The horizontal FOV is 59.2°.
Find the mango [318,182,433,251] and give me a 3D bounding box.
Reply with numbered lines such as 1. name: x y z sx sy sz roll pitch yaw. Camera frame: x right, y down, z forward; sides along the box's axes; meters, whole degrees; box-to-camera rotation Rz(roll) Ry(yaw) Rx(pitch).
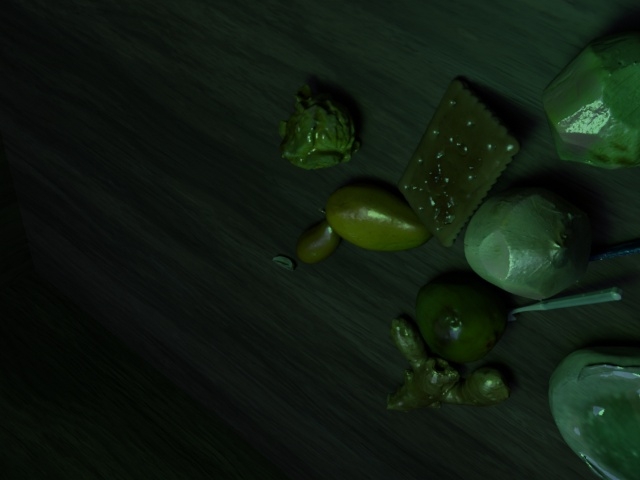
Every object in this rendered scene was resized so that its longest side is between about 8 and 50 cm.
1. mango: 0.140 -0.055 1.412 0.317 0.119 0.176 15 129 20

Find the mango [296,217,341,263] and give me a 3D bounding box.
1. mango: 0.000 0.000 1.597 0.102 0.085 0.184 50 130 2

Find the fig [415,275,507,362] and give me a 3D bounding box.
1. fig: 0.327 0.180 1.367 0.230 0.207 0.207 40 140 22

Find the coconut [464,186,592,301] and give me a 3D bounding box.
1. coconut: 0.416 0.007 1.112 0.227 0.227 0.230 62 172 -17

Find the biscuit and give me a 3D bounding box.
1. biscuit: 0.277 -0.155 1.202 0.217 0.044 0.324 57 145 26

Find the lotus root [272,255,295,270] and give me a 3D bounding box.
1. lotus root: -0.109 0.071 1.786 0.083 0.030 0.037 22 165 30

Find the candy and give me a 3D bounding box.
1. candy: 0.712 0.390 1.214 0.427 0.186 0.386 27 128 25

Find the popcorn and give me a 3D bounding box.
1. popcorn: -0.008 -0.258 1.329 0.188 0.167 0.185 27 135 26

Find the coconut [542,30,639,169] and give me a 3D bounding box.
1. coconut: 0.476 -0.215 0.921 0.204 0.236 0.236 68 150 31

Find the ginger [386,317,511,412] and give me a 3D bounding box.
1. ginger: 0.347 0.414 1.622 0.363 0.122 0.348 20 135 21

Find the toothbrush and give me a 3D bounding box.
1. toothbrush: 0.520 0.145 1.254 0.030 0.025 0.342 44 152 -6

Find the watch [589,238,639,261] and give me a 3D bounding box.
1. watch: 0.641 0.059 1.114 0.276 0.068 0.274 38 144 10
